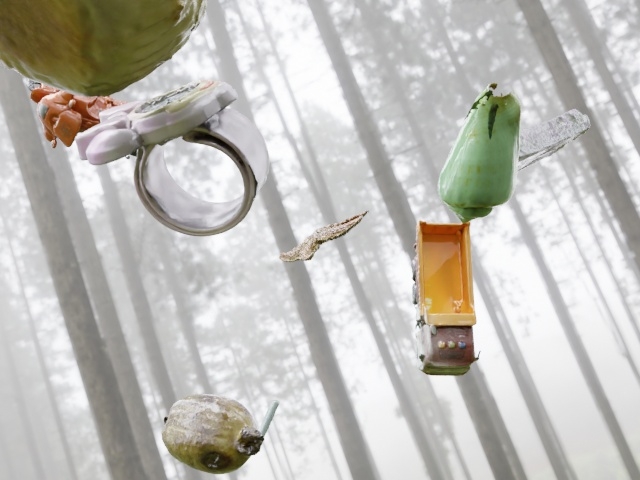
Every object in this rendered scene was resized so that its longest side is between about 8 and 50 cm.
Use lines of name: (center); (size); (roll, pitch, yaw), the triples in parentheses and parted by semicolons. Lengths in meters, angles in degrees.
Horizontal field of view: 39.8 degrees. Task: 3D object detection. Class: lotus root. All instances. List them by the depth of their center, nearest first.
lotus root: (-0.202, 0.366, 1.676); (0.260, 0.145, 0.128); (-1, -18, 42)

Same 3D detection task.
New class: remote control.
remote control: (-0.130, 0.435, 2.093); (0.017, 0.125, 0.053); (27, -15, -8)

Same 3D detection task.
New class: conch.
conch: (0.195, -0.098, 1.020); (0.105, 0.079, 0.170); (-14, -52, -45)

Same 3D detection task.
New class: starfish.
starfish: (0.000, -0.001, 1.893); (0.227, 0.043, 0.240); (-34, 8, 17)

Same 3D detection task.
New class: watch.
watch: (-0.210, -0.111, 1.340); (0.248, 0.218, 0.211); (-16, 23, 17)

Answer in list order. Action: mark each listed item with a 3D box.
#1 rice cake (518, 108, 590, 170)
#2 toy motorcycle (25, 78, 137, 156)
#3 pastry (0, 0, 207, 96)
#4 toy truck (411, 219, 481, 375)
rice cake: (0.333, -0.150, 1.422); (0.106, 0.050, 0.298); (-37, -9, 40)
toy motorcycle: (-0.528, -0.288, 2.080); (0.325, 0.221, 0.148); (15, -57, -31)
pastry: (-0.314, -0.388, 1.147); (0.313, 0.388, 0.388); (-56, 5, -29)
toy truck: (0.226, 0.104, 1.614); (0.114, 0.271, 0.135); (0, -21, -2)
